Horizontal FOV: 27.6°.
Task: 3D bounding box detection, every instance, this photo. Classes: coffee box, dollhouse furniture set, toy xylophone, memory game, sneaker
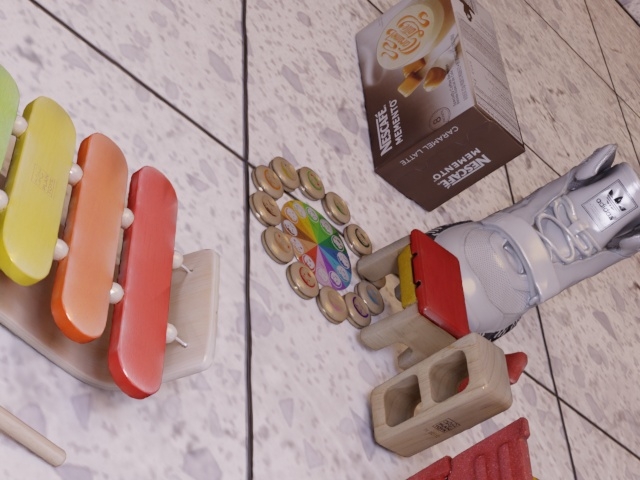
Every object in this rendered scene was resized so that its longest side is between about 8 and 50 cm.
[{"bbox_3d":[0.132,-0.173,1.490,0.098,0.141,0.246,36,34,-35],"label":"coffee box"},{"bbox_3d":[0.161,0.167,1.126,0.201,0.152,0.374,36,35,-34],"label":"dollhouse furniture set"},{"bbox_3d":[-0.190,-0.001,0.817,0.323,0.081,0.236,39,32,-40],"label":"toy xylophone"},{"bbox_3d":[0.000,0.000,1.221,0.186,0.012,0.186,39,31,-30],"label":"memory game"},{"bbox_3d":[0.244,-0.005,1.406,0.137,0.210,0.366,59,27,7],"label":"sneaker"}]
